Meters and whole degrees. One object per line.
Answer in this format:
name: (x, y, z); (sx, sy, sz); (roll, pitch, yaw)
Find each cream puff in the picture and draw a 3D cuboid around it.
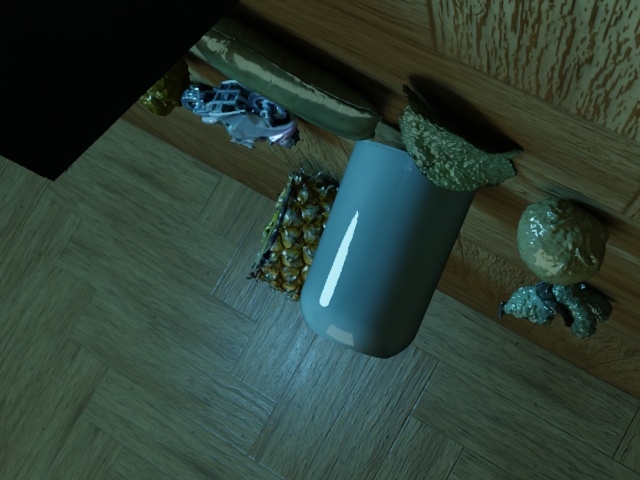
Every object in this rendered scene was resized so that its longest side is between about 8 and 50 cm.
cream puff: (-0.309, -0.318, 1.482); (0.150, 0.115, 0.165); (60, 179, -8)

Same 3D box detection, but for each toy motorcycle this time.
toy motorcycle: (-0.124, -0.222, 1.454); (0.239, 0.108, 0.204); (27, 175, 40)

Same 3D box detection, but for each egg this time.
egg: (0.326, 0.001, 1.051); (0.116, 0.118, 0.140); (-24, 130, 29)

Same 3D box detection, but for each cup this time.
cup: (0.097, 0.015, 1.235); (0.205, 0.312, 0.205); (22, -177, -1)

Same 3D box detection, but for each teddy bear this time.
teddy bear: (0.449, 0.116, 1.526); (0.213, 0.111, 0.133); (5, -159, 35)

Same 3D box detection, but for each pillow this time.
pillow: (-0.051, -0.229, 1.095); (0.302, 0.075, 0.185); (28, -179, 0)

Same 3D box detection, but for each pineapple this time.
pineapple: (-0.001, 0.002, 1.981); (0.300, 0.352, 0.352); (21, 178, -14)

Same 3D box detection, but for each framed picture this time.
framed picture: (-0.255, -0.223, 0.845); (0.014, 0.339, 0.255); (50, -174, 26)

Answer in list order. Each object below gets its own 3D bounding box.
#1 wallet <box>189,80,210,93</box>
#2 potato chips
wallet: (-0.266, -0.324, 1.781); (0.137, 0.031, 0.255); (32, 175, -26)
potato chips: (0.169, -0.123, 0.982); (0.167, 0.059, 0.228); (22, 169, 16)
